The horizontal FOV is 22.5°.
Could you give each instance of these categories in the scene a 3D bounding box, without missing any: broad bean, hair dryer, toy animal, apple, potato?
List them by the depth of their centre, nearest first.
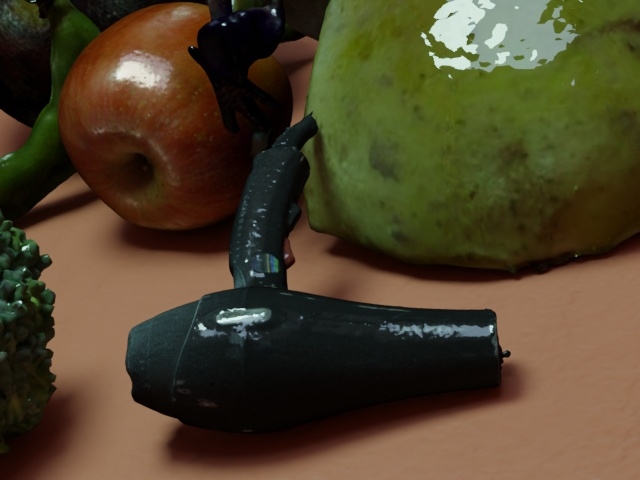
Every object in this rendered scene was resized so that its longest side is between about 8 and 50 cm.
[{"bbox_3d":[0.000,0.000,1.045,0.235,0.091,0.272,-4,52,7],"label":"hair dryer"},{"bbox_3d":[0.163,-0.140,1.153,0.280,0.213,0.330,13,38,39],"label":"potato"},{"bbox_3d":[0.004,-0.191,1.243,0.090,0.195,0.324,2,11,38],"label":"toy animal"},{"bbox_3d":[-0.110,-0.101,1.280,0.199,0.199,0.199,-13,27,7],"label":"apple"},{"bbox_3d":[-0.263,-0.085,1.341,0.292,0.144,0.049,-55,37,17],"label":"broad bean"}]

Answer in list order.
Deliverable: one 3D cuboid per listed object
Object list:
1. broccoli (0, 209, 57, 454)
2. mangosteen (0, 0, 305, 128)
[{"bbox_3d":[-0.372,0.075,1.005,0.317,0.277,0.338,-23,11,34],"label":"broccoli"},{"bbox_3d":[-0.194,-0.231,1.473,0.311,0.311,0.311,-13,27,7],"label":"mangosteen"}]
